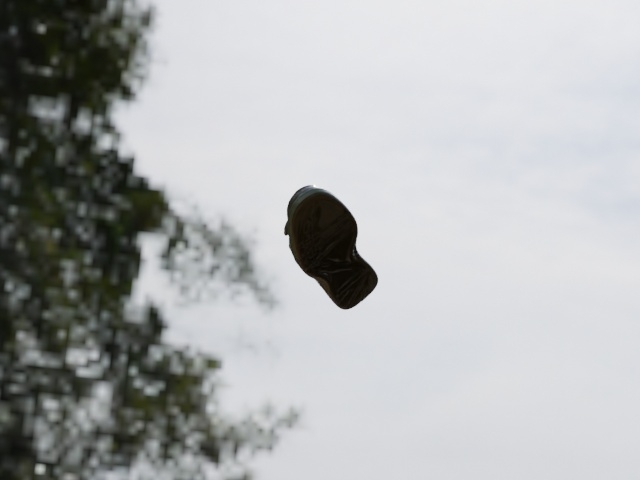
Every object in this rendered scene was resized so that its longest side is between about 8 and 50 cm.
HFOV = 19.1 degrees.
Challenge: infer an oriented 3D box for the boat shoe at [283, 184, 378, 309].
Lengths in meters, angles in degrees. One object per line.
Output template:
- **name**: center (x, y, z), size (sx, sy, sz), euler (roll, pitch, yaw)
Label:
- **boat shoe**: center (0.002, -0.001, 1.453), size (0.056, 0.048, 0.153), euler (-40, -33, -2)
